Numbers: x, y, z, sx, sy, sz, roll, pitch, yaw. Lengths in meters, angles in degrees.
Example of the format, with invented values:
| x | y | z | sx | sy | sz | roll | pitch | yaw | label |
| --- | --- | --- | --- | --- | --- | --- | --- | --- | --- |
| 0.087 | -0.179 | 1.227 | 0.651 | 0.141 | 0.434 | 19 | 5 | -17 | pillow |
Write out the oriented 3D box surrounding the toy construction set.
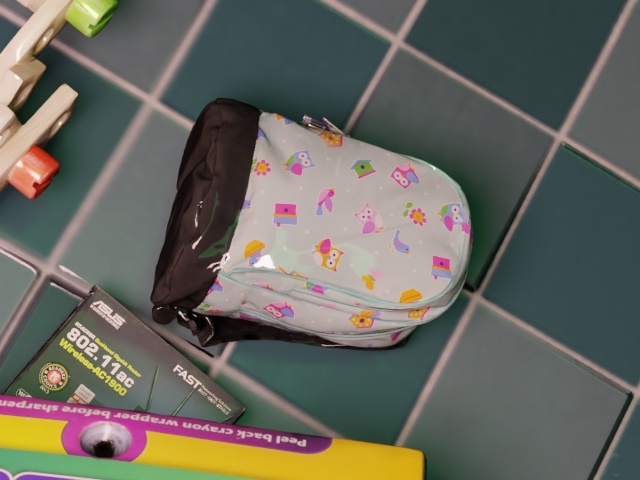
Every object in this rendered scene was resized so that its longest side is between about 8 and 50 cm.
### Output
| x | y | z | sx | sy | sz | roll | pitch | yaw | label |
| --- | --- | --- | --- | --- | --- | --- | --- | --- | --- |
| -0.246 | -0.177 | 1.182 | 0.328 | 0.151 | 0.215 | 48 | 48 | -8 | toy construction set |

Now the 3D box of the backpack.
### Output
| x | y | z | sx | sy | sz | roll | pitch | yaw | label |
| --- | --- | --- | --- | --- | --- | --- | --- | --- | --- |
| 0.000 | 0.000 | 1.220 | 0.182 | 0.115 | 0.152 | 17 | 72 | -12 | backpack |

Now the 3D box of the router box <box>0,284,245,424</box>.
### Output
| x | y | z | sx | sy | sz | roll | pitch | yaw | label |
| --- | --- | --- | --- | --- | --- | --- | --- | --- | --- |
| -0.121 | 0.101 | 1.209 | 0.122 | 0.038 | 0.092 | 40 | 72 | -2 | router box |

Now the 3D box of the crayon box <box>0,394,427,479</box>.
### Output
| x | y | z | sx | sy | sz | roll | pitch | yaw | label |
| --- | --- | --- | --- | --- | --- | --- | --- | --- | --- |
| -0.132 | 0.223 | 1.025 | 0.363 | 0.106 | 0.313 | 7 | 36 | 0 | crayon box |
